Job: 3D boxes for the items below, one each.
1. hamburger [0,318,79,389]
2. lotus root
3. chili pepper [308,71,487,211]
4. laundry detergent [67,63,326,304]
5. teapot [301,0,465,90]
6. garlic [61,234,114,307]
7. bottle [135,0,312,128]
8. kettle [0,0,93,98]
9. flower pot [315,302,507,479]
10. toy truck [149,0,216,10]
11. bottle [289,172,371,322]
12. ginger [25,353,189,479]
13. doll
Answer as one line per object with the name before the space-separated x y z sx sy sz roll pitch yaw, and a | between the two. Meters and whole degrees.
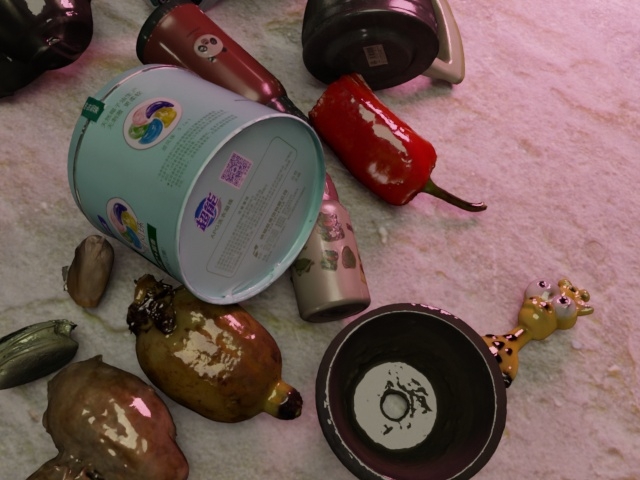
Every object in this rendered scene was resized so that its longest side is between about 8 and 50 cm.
hamburger | -0.426 0.165 0.986 0.133 0.140 0.062 -37 75 17
lotus root | -0.162 0.175 1.009 0.314 0.141 0.169 38 73 -1
chili pepper | 0.129 -0.133 1.162 0.134 0.131 0.338 -45 86 11
laundry detergent | -0.196 -0.098 1.001 0.305 0.287 0.287 28 67 32
teapot | 0.125 -0.420 1.205 0.321 0.239 0.240 1 72 -6
garlic | -0.355 0.038 1.057 0.066 0.152 0.084 0 30 -46
bottle | -0.161 -0.266 1.173 0.336 0.144 0.144 43 71 10
kettle | -0.557 -0.415 1.168 0.321 0.228 0.324 -39 81 9
flower pot | 0.121 0.240 0.996 0.268 0.166 0.269 2 69 -4
toy truck | -0.195 -0.548 1.205 0.162 0.305 0.136 -5 64 -50
bottle | 0.000 0.000 1.103 0.120 0.120 0.253 -9 71 -9
ginger | -0.327 0.329 0.923 0.244 0.155 0.304 31 69 4
doll | 0.326 0.152 1.097 0.291 0.086 0.117 -33 46 -18
